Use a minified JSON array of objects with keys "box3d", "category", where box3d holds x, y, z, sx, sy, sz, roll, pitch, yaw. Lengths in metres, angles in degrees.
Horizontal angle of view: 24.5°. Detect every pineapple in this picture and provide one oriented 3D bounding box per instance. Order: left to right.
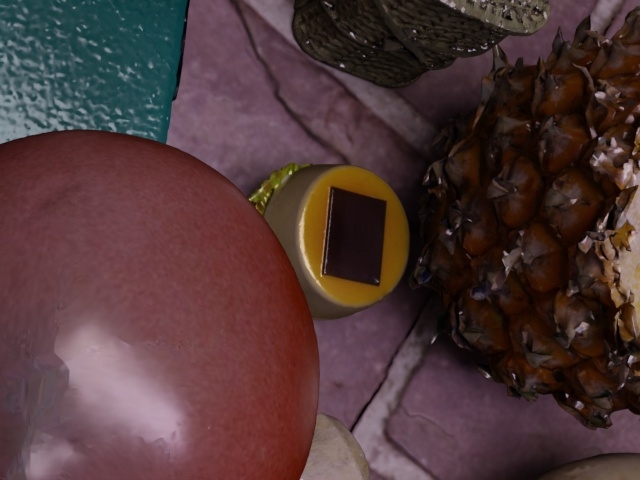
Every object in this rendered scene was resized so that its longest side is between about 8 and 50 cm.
[{"box3d":[0.241,-0.013,1.152,0.352,0.300,0.352,0,90,-36],"category":"pineapple"}]

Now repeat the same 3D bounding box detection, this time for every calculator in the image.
[{"box3d":[-0.216,-0.146,1.078,0.248,0.058,0.274,9,79,-25],"category":"calculator"}]

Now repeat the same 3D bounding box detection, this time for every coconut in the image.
[{"box3d":[-0.030,0.188,1.107,0.124,0.110,0.110,-19,92,-31],"category":"coconut"}]

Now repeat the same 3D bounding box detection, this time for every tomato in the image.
[{"box3d":[-0.157,0.087,0.928,0.321,0.321,0.321,4,81,-27],"category":"tomato"}]

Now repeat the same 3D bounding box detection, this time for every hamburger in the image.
[{"box3d":[0.000,0.000,1.157,0.141,0.081,0.127,-7,89,-37],"category":"hamburger"}]

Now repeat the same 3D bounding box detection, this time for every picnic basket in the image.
[{"box3d":[0.081,-0.214,1.164,0.134,0.196,0.154,21,75,-24],"category":"picnic basket"}]

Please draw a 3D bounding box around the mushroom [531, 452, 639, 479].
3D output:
[{"box3d":[0.272,0.344,1.160,0.356,0.315,0.315,31,65,17],"category":"mushroom"}]
